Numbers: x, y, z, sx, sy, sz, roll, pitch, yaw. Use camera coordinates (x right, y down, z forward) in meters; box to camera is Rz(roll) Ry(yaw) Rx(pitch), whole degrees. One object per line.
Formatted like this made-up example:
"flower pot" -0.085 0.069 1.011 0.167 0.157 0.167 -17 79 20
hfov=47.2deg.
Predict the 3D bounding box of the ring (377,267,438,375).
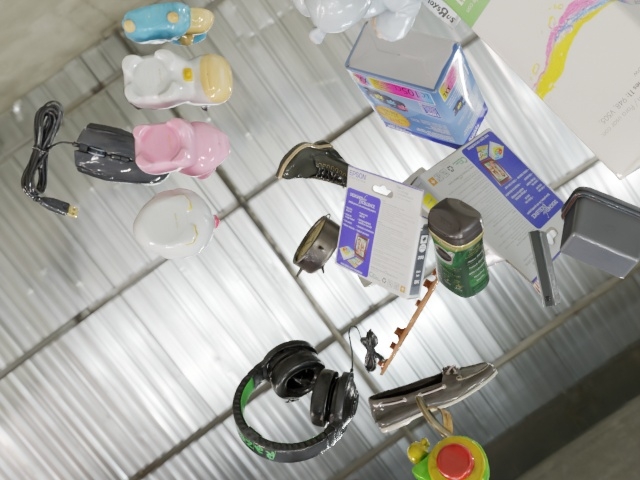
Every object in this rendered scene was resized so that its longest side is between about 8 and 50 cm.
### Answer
"ring" 0.234 0.198 1.887 0.336 0.032 0.336 -56 170 -16

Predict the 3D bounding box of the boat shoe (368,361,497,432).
"boat shoe" 0.274 0.372 1.834 0.335 0.095 0.112 -29 180 10

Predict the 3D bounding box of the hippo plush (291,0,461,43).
"hippo plush" 0.065 -0.425 1.294 0.237 0.294 0.234 -29 151 -21

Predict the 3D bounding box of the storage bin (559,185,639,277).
"storage bin" 0.434 -0.004 1.134 0.091 0.135 0.098 -60 172 -34

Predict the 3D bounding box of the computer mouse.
"computer mouse" -0.380 -0.117 1.275 0.060 0.262 0.184 27 -82 52

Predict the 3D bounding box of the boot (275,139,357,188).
"boot" 0.011 -0.141 1.510 0.198 0.137 0.076 -32 154 -50

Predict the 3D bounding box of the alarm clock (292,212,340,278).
"alarm clock" 0.000 0.000 1.638 0.129 0.064 0.192 -47 -162 36

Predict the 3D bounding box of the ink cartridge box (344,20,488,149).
"ink cartridge box" 0.267 -0.379 1.910 0.151 0.270 0.395 -63 150 -5

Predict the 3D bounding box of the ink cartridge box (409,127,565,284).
"ink cartridge box" 0.378 -0.070 1.539 0.304 0.307 0.072 -34 168 -43

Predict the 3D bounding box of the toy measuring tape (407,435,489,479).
"toy measuring tape" 0.311 0.452 1.355 0.330 0.121 0.121 23 -132 31

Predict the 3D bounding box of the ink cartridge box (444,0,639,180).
"ink cartridge box" 0.305 -0.190 0.740 0.207 0.353 0.119 -21 156 -44

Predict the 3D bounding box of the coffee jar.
"coffee jar" 0.246 0.012 1.303 0.079 0.184 0.096 -36 -132 -16

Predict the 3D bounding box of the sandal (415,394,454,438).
"sandal" 0.279 0.410 1.622 0.049 0.180 0.072 -43 162 1

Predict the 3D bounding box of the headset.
"headset" -0.010 0.331 1.605 0.243 0.185 0.394 31 -127 32

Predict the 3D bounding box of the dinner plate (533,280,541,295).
"dinner plate" 0.451 0.066 1.530 0.017 0.141 0.141 -30 -172 1

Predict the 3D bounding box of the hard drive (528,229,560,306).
"hard drive" 0.402 0.049 1.311 0.022 0.135 0.094 -12 174 24

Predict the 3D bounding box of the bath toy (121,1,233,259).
"bath toy" -0.195 -0.146 1.034 0.151 0.348 0.129 -3 177 0

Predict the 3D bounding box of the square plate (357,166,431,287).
"square plate" 0.221 -0.038 2.071 0.344 0.049 0.347 -42 -156 6

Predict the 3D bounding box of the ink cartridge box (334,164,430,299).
"ink cartridge box" 0.119 -0.021 1.378 0.045 0.208 0.206 -7 -157 -39
